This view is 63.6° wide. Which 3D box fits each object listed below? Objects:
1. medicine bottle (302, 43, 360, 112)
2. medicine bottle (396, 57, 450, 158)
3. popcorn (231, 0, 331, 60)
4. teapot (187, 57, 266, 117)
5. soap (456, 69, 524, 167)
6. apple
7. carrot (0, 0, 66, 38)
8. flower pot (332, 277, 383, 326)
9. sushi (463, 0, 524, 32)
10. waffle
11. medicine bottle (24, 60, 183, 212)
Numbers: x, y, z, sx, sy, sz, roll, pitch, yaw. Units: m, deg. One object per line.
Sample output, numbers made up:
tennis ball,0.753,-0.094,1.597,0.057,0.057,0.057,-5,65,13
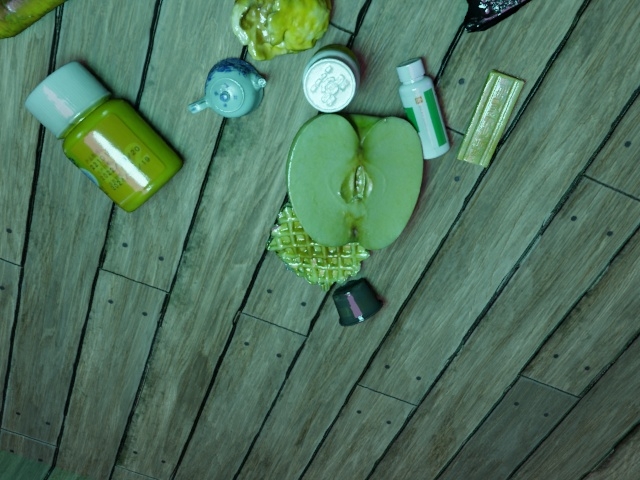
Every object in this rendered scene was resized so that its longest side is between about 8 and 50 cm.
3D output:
medicine bottle,0.029,-0.404,1.287,0.144,0.258,0.143,2,117,3
medicine bottle,0.274,-0.352,1.387,0.095,0.095,0.259,-16,116,13
popcorn,-0.100,-0.551,1.265,0.254,0.190,0.191,-11,140,-34
teapot,-0.245,-0.395,1.379,0.232,0.159,0.158,-17,115,13
soap,0.460,-0.331,1.414,0.092,0.037,0.251,14,118,-4
apple,0.083,-0.156,1.388,0.321,0.312,0.359,12,108,24
carrot,-0.771,-0.613,1.332,0.302,0.114,0.114,-22,114,12
flower pot,0.111,0.191,1.664,0.158,0.157,0.106,-23,99,16
sushi,0.415,-0.607,1.215,0.172,0.153,0.150,-23,96,39
waffle,0.000,0.000,1.610,0.317,0.073,0.297,36,116,-11
medicine bottle,-0.589,-0.280,1.424,0.224,0.224,0.384,-34,111,20
